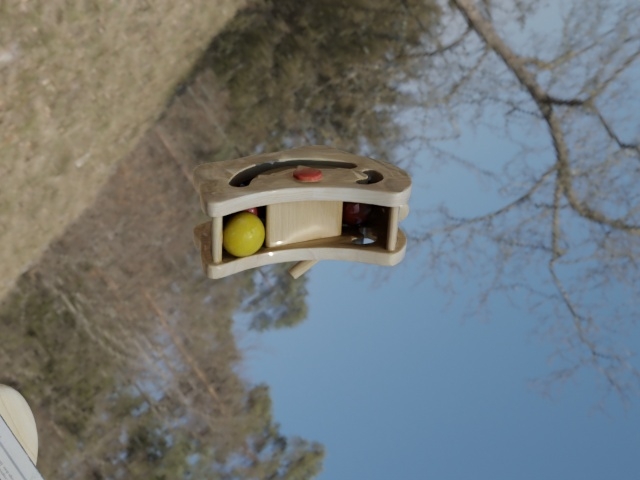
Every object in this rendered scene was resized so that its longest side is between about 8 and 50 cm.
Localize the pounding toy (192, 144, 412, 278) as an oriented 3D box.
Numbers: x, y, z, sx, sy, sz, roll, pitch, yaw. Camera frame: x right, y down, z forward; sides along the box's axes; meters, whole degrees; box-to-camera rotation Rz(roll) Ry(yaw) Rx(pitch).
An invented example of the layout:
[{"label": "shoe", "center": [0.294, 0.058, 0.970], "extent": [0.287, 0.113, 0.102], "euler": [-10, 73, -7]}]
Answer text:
[{"label": "pounding toy", "center": [0.000, 0.000, 0.983], "extent": [0.270, 0.154, 0.154], "euler": [-13, -151, -31]}]

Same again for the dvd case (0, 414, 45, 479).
[{"label": "dvd case", "center": [-0.320, 0.250, 0.765], "extent": [0.239, 0.179, 0.029], "euler": [-34, 179, -36]}]

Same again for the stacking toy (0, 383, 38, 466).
[{"label": "stacking toy", "center": [-0.461, 0.211, 0.990], "extent": [0.330, 0.141, 0.141], "euler": [-1, -159, 15]}]
